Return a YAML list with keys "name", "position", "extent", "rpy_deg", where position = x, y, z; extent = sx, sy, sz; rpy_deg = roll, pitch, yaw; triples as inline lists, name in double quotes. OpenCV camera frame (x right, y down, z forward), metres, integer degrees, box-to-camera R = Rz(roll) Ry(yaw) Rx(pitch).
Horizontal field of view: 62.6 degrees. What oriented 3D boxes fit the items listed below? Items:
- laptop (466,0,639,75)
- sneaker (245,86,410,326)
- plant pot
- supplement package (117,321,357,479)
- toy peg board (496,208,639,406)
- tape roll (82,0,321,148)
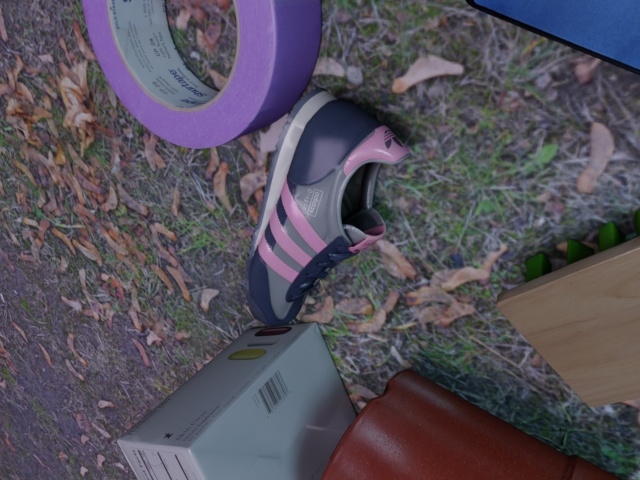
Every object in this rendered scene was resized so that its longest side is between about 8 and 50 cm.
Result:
- name: "laptop"
  position: [0.328, -0.089, 0.124]
  extent: [0.408, 0.236, 0.382]
  rpy_deg: [59, 147, 18]
- name: "sneaker"
  position: [0.000, 0.000, 0.606]
  extent: [0.131, 0.112, 0.319]
  rpy_deg: [31, 128, 21]
- name: "plant pot"
  position: [0.153, 0.299, 0.579]
  extent: [0.265, 0.272, 0.273]
  rpy_deg: [30, 128, 27]
- name: "supplement package"
  position: [-0.089, 0.266, 0.707]
  extent: [0.145, 0.262, 0.204]
  rpy_deg: [-13, 105, 37]
- name: "toy peg board"
  position: [0.280, 0.058, 0.485]
  extent: [0.160, 0.079, 0.161]
  rpy_deg: [44, 133, -14]
- name: "tape roll"
  position: [-0.137, -0.247, 0.584]
  extent: [0.274, 0.090, 0.275]
  rpy_deg: [16, 121, 28]
